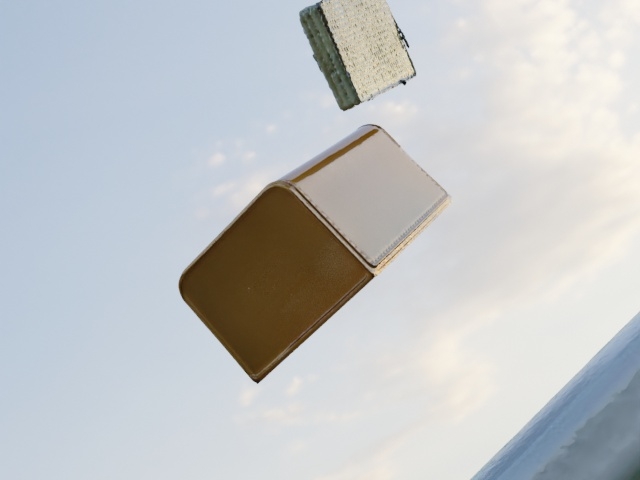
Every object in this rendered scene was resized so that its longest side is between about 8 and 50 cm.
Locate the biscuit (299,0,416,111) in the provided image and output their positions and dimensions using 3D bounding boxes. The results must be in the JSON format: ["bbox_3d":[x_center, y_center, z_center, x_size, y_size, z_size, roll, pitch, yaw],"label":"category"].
[{"bbox_3d":[0.046,-0.218,1.317,0.040,0.121,0.199,-24,5,28],"label":"biscuit"}]

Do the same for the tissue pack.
[{"bbox_3d":[0.000,0.000,1.268,0.194,0.145,0.274,-42,-1,28],"label":"tissue pack"}]

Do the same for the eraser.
[{"bbox_3d":[0.192,0.170,0.868,0.290,0.104,0.189,-42,-13,-9],"label":"eraser"}]
